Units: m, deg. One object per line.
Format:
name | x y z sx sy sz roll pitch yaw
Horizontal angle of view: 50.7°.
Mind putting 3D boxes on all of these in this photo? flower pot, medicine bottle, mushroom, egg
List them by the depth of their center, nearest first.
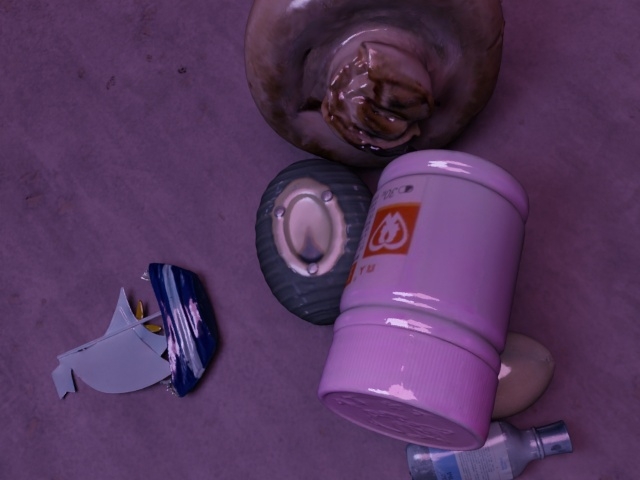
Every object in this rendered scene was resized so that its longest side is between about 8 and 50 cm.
medicine bottle | 0.130 0.070 0.821 0.202 0.202 0.316 11 63 16
medicine bottle | 0.219 0.279 0.884 0.208 0.090 0.054 -16 29 7
egg | 0.232 0.176 0.893 0.152 0.114 0.114 -21 70 18
mushroom | 0.075 -0.239 0.919 0.362 0.362 0.295 -11 47 10
flower pot | 0.000 0.000 0.978 0.189 0.157 0.243 -14 74 11

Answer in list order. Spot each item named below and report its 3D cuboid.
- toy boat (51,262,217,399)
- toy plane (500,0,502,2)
toy boat | -0.306 0.165 1.052 0.291 0.067 0.221 -23 70 8
toy plane | 0.154 -0.342 1.093 0.286 0.092 0.108 -14 96 7
